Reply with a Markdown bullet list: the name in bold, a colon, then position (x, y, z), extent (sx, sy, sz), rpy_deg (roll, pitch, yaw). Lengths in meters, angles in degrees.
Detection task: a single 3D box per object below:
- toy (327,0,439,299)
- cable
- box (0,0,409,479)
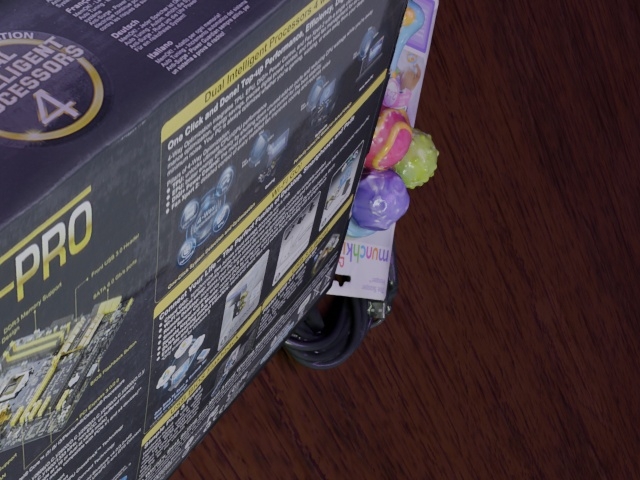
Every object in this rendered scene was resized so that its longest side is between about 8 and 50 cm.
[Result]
- **toy**: position (0.048, -0.075, 0.869), extent (0.137, 0.056, 0.237), rpy_deg (10, 87, -55)
- **cable**: position (0.000, 0.000, 0.911), extent (0.150, 0.047, 0.184), rpy_deg (-20, 109, -48)
- **box**: position (-0.097, 0.016, 0.586), extent (0.395, 0.097, 0.318), rpy_deg (-48, 162, -40)
